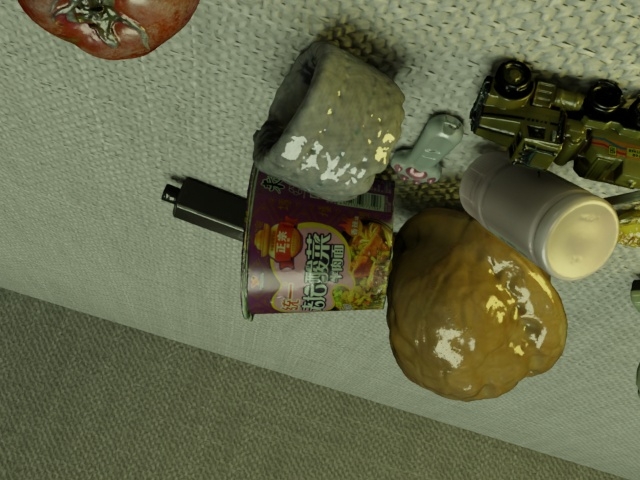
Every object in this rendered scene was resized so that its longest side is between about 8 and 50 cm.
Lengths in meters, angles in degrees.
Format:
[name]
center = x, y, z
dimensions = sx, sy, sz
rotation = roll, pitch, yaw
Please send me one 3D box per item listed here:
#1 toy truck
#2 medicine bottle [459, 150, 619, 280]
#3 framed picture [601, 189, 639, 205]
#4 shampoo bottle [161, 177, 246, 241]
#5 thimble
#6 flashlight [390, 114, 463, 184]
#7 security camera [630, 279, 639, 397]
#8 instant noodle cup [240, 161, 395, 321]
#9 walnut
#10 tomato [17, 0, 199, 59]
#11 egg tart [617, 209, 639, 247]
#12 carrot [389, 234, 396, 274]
[toy truck]
center = 0.340, -0.152, 1.023
dimensions = 0.257, 0.127, 0.127
rotation = 18, 159, 5
[medicine bottle]
center = 0.325, -0.046, 1.115
dimensions = 0.133, 0.133, 0.249
rotation = 30, -171, -29
[framed picture]
center = 0.527, -0.075, 1.072
dimensions = 0.203, 0.015, 0.150
rotation = -8, 177, -38
[shampoo bottle]
center = -0.242, -0.069, 1.666
dimensions = 0.246, 0.079, 0.080
rotation = 21, 156, -10
[thimble]
center = 0.009, -0.169, 1.089
dimensions = 0.157, 0.217, 0.245
rotation = 26, 163, -19
[flashlight]
center = 0.184, -0.149, 1.231
dimensions = 0.093, 0.047, 0.200
rotation = 20, 158, -6
[security camera]
center = 0.714, 0.215, 1.405
dimensions = 0.191, 0.277, 0.197
rotation = -7, 147, 46
[instant noodle cup]
center = 0.000, 0.000, 1.394
dimensions = 0.266, 0.339, 0.340
rotation = 5, 157, 0
[walnut]
center = 0.284, 0.123, 1.383
dimensions = 0.384, 0.383, 0.383
rotation = 14, 157, 6
[tomato]
center = -0.259, -0.343, 0.911
dimensions = 0.232, 0.188, 0.232
rotation = 0, 153, 0
[egg tart]
center = 0.555, -0.023, 1.274
dimensions = 0.105, 0.039, 0.105
rotation = 14, 157, 6
[carrot]
center = 0.157, 0.049, 1.666
dimensions = 0.082, 0.082, 0.173
rotation = 9, 154, 19
